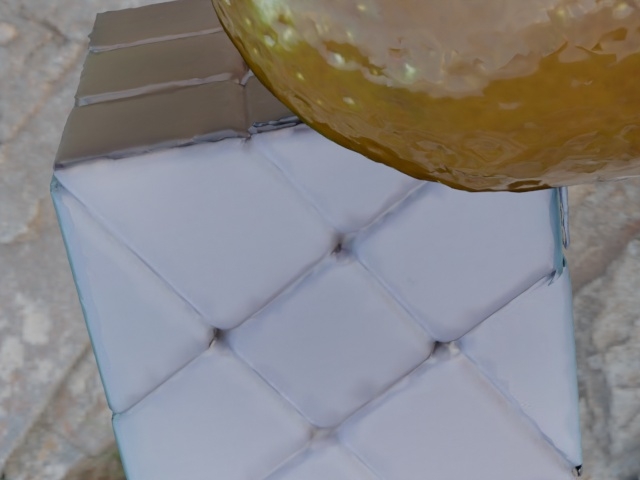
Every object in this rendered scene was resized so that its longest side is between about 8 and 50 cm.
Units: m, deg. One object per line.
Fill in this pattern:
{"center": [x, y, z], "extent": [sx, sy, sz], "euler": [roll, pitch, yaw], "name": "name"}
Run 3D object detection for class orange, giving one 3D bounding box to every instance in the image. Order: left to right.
{"center": [0.086, -0.110, 0.358], "extent": [0.237, 0.179, 0.158], "euler": [-28, 45, -13], "name": "orange"}

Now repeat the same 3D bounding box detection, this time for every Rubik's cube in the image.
{"center": [0.000, 0.000, 0.672], "extent": [0.221, 0.224, 0.231], "euler": [-9, 118, 0], "name": "Rubik's cube"}
